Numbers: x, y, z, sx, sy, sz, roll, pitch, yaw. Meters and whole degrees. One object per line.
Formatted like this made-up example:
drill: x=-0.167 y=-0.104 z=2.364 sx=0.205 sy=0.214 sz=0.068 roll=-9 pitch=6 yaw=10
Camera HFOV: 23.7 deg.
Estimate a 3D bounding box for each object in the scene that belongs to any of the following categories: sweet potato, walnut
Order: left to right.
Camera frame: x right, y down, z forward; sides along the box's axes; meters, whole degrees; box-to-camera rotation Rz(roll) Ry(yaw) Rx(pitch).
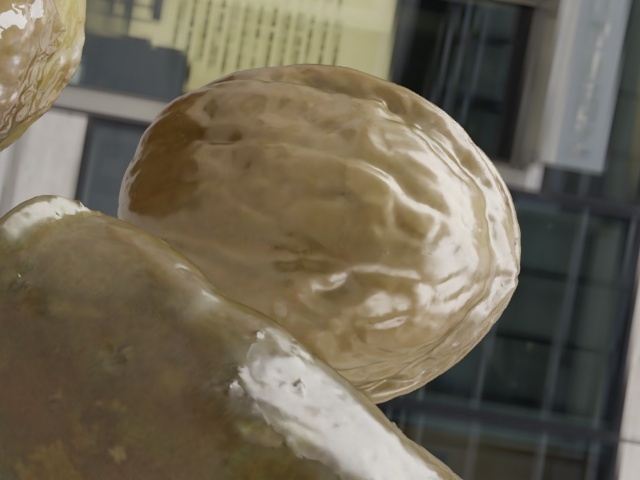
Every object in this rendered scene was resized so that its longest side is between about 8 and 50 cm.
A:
sweet potato: x=-0.015 y=0.132 z=0.685 sx=0.158 sy=0.369 sz=0.158 roll=-54 pitch=171 yaw=-13
walnut: x=0.000 y=-0.002 z=1.193 sx=0.277 sy=0.313 sz=0.252 roll=79 pitch=22 yaw=-64

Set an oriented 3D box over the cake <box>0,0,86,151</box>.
cake: x=-0.365 y=-0.176 z=1.125 sx=0.321 sy=0.332 sz=0.332 roll=-51 pitch=153 yaw=-73
